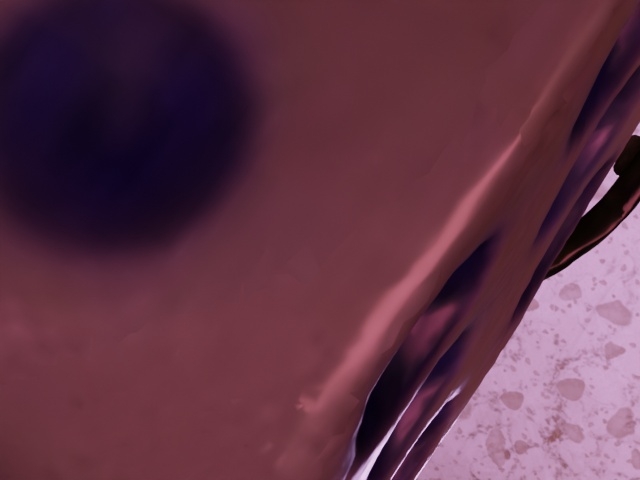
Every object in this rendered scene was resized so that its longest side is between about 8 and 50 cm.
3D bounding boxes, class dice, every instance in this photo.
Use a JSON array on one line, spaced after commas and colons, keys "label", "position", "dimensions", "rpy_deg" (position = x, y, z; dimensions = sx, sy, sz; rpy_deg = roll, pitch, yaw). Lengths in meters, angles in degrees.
[{"label": "dice", "position": [-0.067, -0.065, 0.560], "dimensions": [0.304, 0.304, 0.277], "rpy_deg": [-54, 167, -19]}]

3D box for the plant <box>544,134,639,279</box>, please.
[{"label": "plant", "position": [0.007, 0.007, 0.957], "dimensions": [0.180, 0.333, 0.251], "rpy_deg": [-71, 179, -82]}]
